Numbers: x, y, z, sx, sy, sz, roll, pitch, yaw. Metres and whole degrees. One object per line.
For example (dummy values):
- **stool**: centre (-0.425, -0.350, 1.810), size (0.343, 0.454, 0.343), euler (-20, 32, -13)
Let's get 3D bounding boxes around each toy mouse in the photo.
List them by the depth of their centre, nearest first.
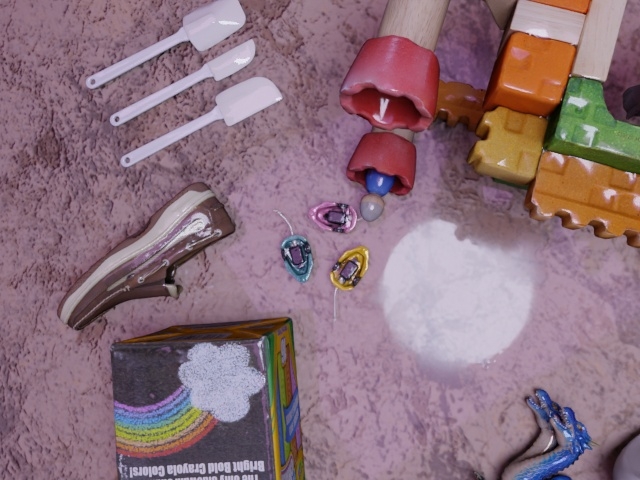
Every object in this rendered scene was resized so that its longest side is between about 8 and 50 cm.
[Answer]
- **toy mouse**: centre (0.000, 0.000, 0.739), size (0.143, 0.031, 0.161), euler (31, 92, 7)

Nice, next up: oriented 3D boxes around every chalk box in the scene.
- **chalk box**: centre (-0.120, 0.248, 0.675), size (0.180, 0.179, 0.288), euler (-4, 89, 6)

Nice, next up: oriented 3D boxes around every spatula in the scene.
- **spatula**: centre (-0.193, -0.214, 0.781), size (0.242, 0.019, 0.168), euler (-25, 91, 7)

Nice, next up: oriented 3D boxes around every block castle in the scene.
- **block castle**: centre (0.252, -0.084, 0.572), size (0.454, 0.303, 0.212), euler (17, 81, 7)

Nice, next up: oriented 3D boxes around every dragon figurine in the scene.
- **dragon figurine**: centre (0.272, 0.329, 0.665), size (0.144, 0.085, 0.289), euler (-16, 85, 7)

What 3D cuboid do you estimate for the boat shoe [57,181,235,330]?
- **boat shoe**: centre (-0.220, 0.040, 0.737), size (0.257, 0.095, 0.095), euler (-42, 90, 4)

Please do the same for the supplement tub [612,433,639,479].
- **supplement tub**: centre (0.455, 0.330, 0.588), size (0.191, 0.191, 0.272), euler (-28, 85, 6)
